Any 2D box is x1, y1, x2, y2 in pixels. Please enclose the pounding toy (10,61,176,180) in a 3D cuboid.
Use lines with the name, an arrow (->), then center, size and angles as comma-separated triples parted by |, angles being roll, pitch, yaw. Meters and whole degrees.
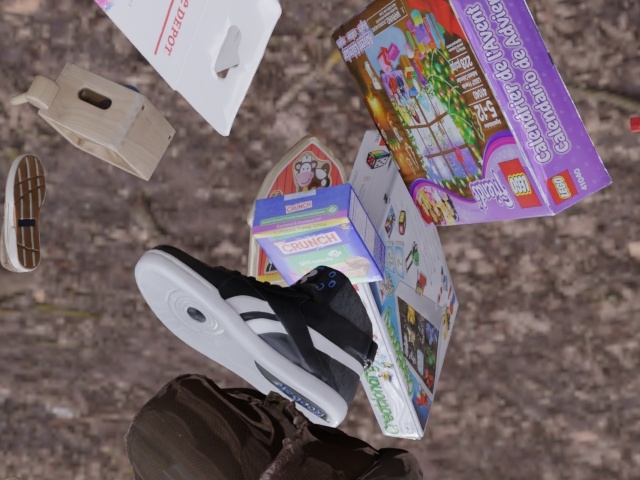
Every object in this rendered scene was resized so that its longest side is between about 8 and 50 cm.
pounding toy -> -0.310, -0.184, 1.678 | 0.181, 0.094, 0.206 | 25, 171, 18

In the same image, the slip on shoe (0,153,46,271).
slip on shoe -> -0.345, -0.031, 1.472 | 0.041, 0.135, 0.051 | -4, 177, 39

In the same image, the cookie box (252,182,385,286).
cookie box -> 0.000, 0.000, 1.158 | 0.092, 0.040, 0.107 | -10, 144, 18

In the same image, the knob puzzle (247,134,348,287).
knob puzzle -> -0.017, -0.036, 1.630 | 0.030, 0.213, 0.213 | 18, 166, 39

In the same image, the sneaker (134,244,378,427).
sneaker -> -0.047, 0.050, 1.078 | 0.217, 0.121, 0.079 | 41, 146, -16

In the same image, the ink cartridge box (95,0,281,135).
ink cartridge box -> -0.140, -0.300, 1.277 | 0.119, 0.353, 0.207 | -30, 162, -37

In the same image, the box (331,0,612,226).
box -> 0.108, -0.114, 1.036 | 0.057, 0.201, 0.293 | -28, -175, -12

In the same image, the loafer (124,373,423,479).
loafer -> -0.047, 0.140, 0.653 | 0.130, 0.134, 0.366 | 26, 171, -4

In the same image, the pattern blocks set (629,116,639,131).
pattern blocks set -> 0.575, -0.162, 1.616 | 0.325, 0.026, 0.285 | -4, -175, 26

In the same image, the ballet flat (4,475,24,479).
ballet flat -> -0.294, 0.363, 1.548 | 0.248, 0.086, 0.086 | 39, 133, -22

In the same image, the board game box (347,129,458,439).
board game box -> 0.081, 0.054, 1.392 | 0.053, 0.193, 0.305 | 4, 142, 22
